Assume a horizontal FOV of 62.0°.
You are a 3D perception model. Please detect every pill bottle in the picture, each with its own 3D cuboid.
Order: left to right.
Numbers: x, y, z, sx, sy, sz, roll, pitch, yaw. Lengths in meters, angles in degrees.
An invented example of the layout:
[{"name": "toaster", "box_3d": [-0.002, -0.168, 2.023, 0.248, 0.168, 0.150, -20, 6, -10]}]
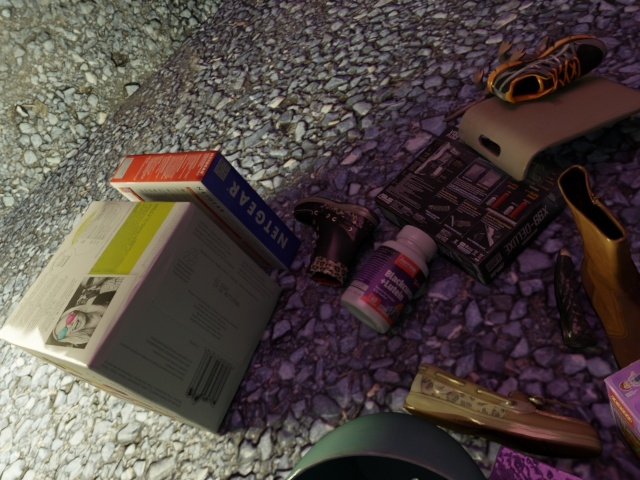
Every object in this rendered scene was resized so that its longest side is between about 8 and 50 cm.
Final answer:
[{"name": "pill bottle", "box_3d": [0.135, 0.069, 1.008, 0.108, 0.108, 0.193, 25, 71, 44]}]

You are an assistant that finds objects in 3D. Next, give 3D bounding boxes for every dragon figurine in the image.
[{"name": "dragon figurine", "box_3d": [0.416, -0.341, 1.187, 0.289, 0.144, 0.085, -51, 42, 15]}]

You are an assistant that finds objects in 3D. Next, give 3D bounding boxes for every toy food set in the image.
[{"name": "toy food set", "box_3d": [0.453, -0.223, 1.019, 0.306, 0.092, 0.219, -23, 37, -5]}]

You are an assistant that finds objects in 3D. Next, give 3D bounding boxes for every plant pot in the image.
[{"name": "plant pot", "box_3d": [0.098, 0.348, 0.710, 0.290, 0.290, 0.195, -20, 9, 19]}]

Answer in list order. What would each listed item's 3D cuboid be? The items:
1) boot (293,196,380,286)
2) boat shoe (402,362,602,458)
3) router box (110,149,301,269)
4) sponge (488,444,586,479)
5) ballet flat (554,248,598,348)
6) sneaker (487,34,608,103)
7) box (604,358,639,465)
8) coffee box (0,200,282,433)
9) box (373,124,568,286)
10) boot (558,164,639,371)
[{"name": "boot", "box_3d": [0.000, -0.001, 1.179, 0.236, 0.085, 0.178, 10, 64, 40]}, {"name": "boat shoe", "box_3d": [0.257, 0.243, 0.781, 0.285, 0.104, 0.089, 4, 60, 37]}, {"name": "router box", "box_3d": [-0.254, -0.061, 1.216, 0.301, 0.335, 0.082, 4, 60, 35]}, {"name": "sponge", "box_3d": [0.316, 0.360, 0.681, 0.210, 0.031, 0.117, 13, 74, 39]}, {"name": "ballet flat", "box_3d": [0.404, 0.091, 0.854, 0.049, 0.057, 0.173, -5, 58, 17]}, {"name": "sneaker", "box_3d": [0.430, -0.311, 1.000, 0.215, 0.084, 0.083, -20, 36, 15]}, {"name": "box", "box_3d": [0.426, 0.289, 0.557, 0.057, 0.201, 0.293, -32, 43, 7]}, {"name": "coffee box", "box_3d": [-0.351, 0.147, 1.099, 0.334, 0.337, 0.338, 3, 57, 36]}, {"name": "box", "box_3d": [0.291, -0.085, 1.059, 0.242, 0.076, 0.307, -44, 43, -7]}, {"name": "boot", "box_3d": [0.414, 0.066, 0.695, 0.096, 0.280, 0.264, -21, 45, 18]}]
